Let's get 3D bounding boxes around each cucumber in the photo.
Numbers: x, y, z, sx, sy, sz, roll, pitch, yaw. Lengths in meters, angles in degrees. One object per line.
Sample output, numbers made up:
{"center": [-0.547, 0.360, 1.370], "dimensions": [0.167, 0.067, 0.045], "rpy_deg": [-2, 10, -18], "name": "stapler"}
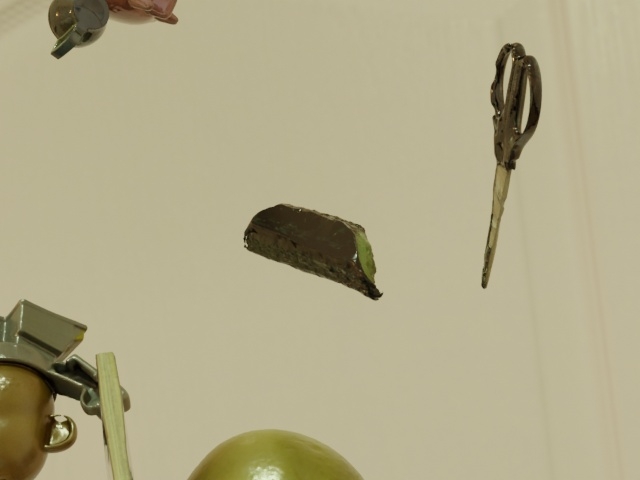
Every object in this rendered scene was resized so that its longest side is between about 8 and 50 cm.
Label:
{"center": [0.000, 0.000, 1.489], "dimensions": [0.220, 0.070, 0.046], "rpy_deg": [20, -23, 47], "name": "cucumber"}

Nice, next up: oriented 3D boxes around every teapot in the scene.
{"center": [-0.270, -0.243, 1.591], "dimensions": [0.066, 0.088, 0.057], "rpy_deg": [36, -23, -23], "name": "teapot"}

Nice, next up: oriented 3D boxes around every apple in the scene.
{"center": [-0.062, 0.402, 1.923], "dimensions": [0.292, 0.291, 0.254], "rpy_deg": [-3, 4, -11], "name": "apple"}

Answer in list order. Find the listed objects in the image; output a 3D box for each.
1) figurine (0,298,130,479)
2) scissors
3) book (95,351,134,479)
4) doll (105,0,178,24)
{"center": [-0.455, 0.235, 2.064], "dimensions": [0.343, 0.285, 0.167], "rpy_deg": [-28, -50, 16], "name": "figurine"}
{"center": [0.205, -0.075, 1.614], "dimensions": [0.022, 0.300, 0.109], "rpy_deg": [-2, 29, -16], "name": "scissors"}
{"center": [-0.151, 0.258, 1.143], "dimensions": [0.025, 0.282, 0.215], "rpy_deg": [-7, 34, -10], "name": "book"}
{"center": [-0.275, -0.331, 1.774], "dimensions": [0.211, 0.093, 0.262], "rpy_deg": [34, 4, 28], "name": "doll"}
